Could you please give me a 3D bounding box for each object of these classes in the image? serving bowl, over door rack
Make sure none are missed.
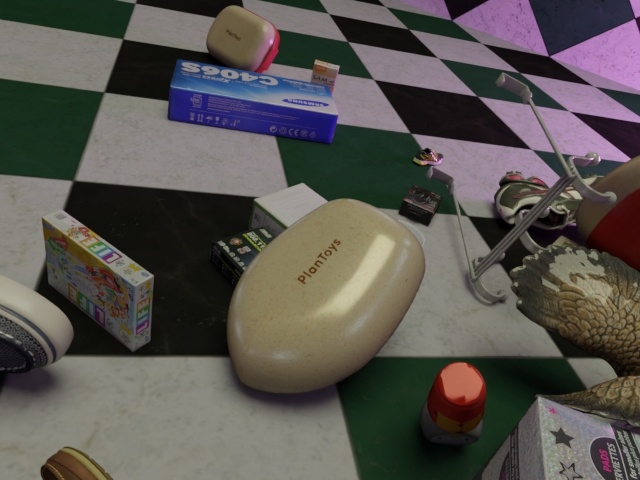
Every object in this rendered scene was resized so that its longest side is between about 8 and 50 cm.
[{"bbox_3d":[0.130,-0.001,0.873,0.083,0.027,0.083,11,36,-8],"label":"serving bowl"},{"bbox_3d":[0.315,-0.089,0.859,0.108,0.239,0.324,16,39,-22],"label":"over door rack"}]

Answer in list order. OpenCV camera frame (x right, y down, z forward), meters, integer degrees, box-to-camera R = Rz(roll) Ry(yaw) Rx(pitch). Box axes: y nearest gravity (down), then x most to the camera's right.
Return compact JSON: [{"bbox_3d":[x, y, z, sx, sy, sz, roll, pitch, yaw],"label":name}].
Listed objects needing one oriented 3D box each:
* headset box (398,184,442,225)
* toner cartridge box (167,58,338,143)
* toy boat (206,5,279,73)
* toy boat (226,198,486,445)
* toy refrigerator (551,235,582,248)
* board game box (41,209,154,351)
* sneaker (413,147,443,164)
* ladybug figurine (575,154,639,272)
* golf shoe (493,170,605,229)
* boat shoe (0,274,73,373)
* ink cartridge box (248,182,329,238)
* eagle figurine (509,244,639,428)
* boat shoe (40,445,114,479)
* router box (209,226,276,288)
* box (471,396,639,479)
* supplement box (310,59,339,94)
[{"bbox_3d":[0.187,-0.065,0.979,0.062,0.032,0.083,25,35,13],"label":"headset box"},{"bbox_3d":[-0.146,-0.305,1.143,0.348,0.075,0.165,6,38,-14],"label":"toner cartridge box"},{"bbox_3d":[-0.189,-0.513,1.385,0.231,0.151,0.151,40,11,29],"label":"toy boat"},{"bbox_3d":[0.048,0.108,0.599,0.267,0.148,0.318,-42,60,-19],"label":"toy boat"},{"bbox_3d":[0.458,0.106,0.796,0.269,0.094,0.102,36,40,26],"label":"toy refrigerator"},{"bbox_3d":[-0.255,0.045,0.598,0.154,0.103,0.026,30,38,20],"label":"board game box"},{"bbox_3d":[0.246,-0.189,1.167,0.083,0.035,0.031,-12,44,-33],"label":"sneaker"},{"bbox_3d":[0.582,-0.021,0.833,0.449,0.305,0.162,23,56,-52],"label":"ladybug figurine"},{"bbox_3d":[0.481,-0.061,1.018,0.273,0.105,0.120,3,40,13],"label":"golf shoe"},{"bbox_3d":[-0.416,0.100,0.465,0.341,0.127,0.158,9,41,5],"label":"boat shoe"},{"bbox_3d":[0.000,0.000,0.792,0.209,0.062,0.109,38,41,28],"label":"ink cartridge box"},{"bbox_3d":[0.365,0.156,0.587,0.225,0.298,0.226,-51,26,-14],"label":"eagle figurine"},{"bbox_3d":[-0.172,0.236,0.403,0.178,0.064,0.060,39,39,25],"label":"boat shoe"},{"bbox_3d":[-0.084,0.036,0.732,0.092,0.038,0.122,-18,47,-39],"label":"router box"},{"bbox_3d":[0.203,0.278,0.401,0.142,0.163,0.247,20,35,4],"label":"box"},{"bbox_3d":[0.005,-0.388,1.292,0.062,0.098,0.036,13,35,-3],"label":"supplement box"}]
